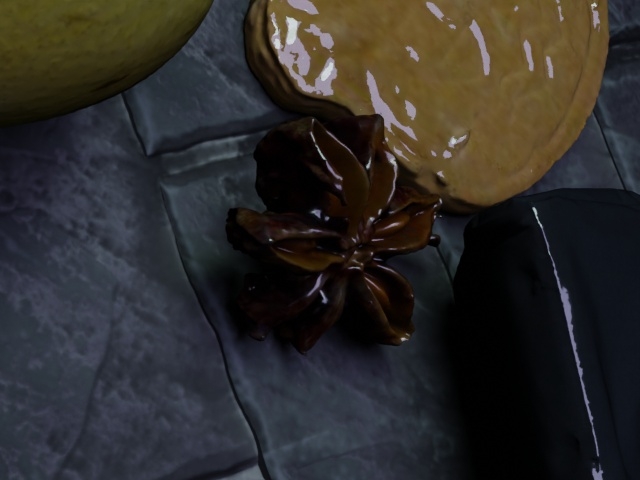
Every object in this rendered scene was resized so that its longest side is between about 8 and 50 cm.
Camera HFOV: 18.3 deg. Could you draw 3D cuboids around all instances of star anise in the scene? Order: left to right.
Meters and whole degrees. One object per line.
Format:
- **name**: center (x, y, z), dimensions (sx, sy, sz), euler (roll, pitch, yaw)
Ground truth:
- **star anise**: center (0.000, 0.000, 1.589), dimensions (0.220, 0.126, 0.190), euler (59, 45, -40)

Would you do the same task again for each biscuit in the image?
- **biscuit**: center (0.111, -0.224, 1.780), dimensions (0.365, 0.062, 0.385), euler (31, 58, -22)

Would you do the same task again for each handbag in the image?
- **handbag**: center (0.200, 0.115, 1.651), dimensions (0.275, 0.178, 0.302), euler (0, 75, -51)

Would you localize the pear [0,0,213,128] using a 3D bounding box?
- **pear**: center (-0.234, -0.240, 1.370), dimensions (0.348, 0.348, 0.348), euler (13, 67, -32)
